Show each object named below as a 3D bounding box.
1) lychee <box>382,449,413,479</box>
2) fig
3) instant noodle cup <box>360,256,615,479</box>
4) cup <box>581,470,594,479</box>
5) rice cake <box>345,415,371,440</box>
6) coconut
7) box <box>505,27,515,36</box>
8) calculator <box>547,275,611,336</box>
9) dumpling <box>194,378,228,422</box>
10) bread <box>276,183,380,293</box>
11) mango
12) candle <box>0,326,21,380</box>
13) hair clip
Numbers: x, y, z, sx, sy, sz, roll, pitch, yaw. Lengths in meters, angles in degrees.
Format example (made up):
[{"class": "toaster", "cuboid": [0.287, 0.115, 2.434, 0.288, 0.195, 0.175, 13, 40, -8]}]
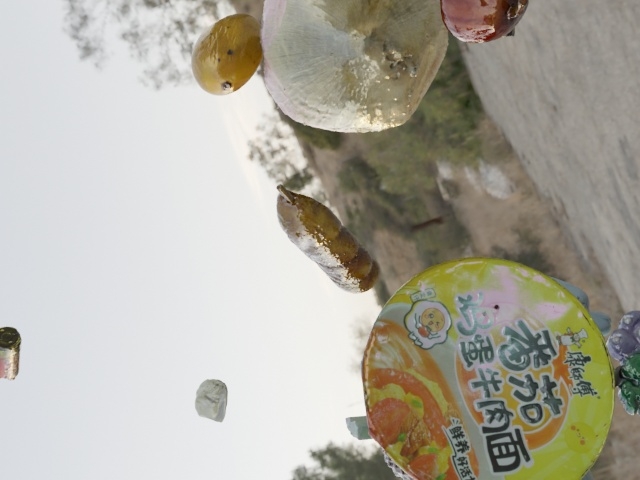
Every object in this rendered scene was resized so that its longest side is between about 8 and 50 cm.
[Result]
[{"class": "lychee", "cuboid": [0.220, 0.366, 1.633, 0.271, 0.236, 0.235, -44, 61, 59]}, {"class": "fig", "cuboid": [0.235, -0.337, 1.175, 0.128, 0.150, 0.128, 9, -103, -42]}, {"class": "instant noodle cup", "cuboid": [0.172, 0.167, 0.966, 0.200, 0.264, 0.264, 88, 165, -72]}, {"class": "cup", "cuboid": [0.486, 0.575, 1.892, 0.331, 0.257, 0.311, 48, -155, -61]}, {"class": "rice cake", "cuboid": [0.160, 0.402, 1.876, 0.080, 0.222, 0.042, -165, 78, -65]}, {"class": "coconut", "cuboid": [0.065, -0.399, 1.724, 0.404, 0.405, 0.404, -20, -90, -84]}, {"class": "box", "cuboid": [0.267, -0.495, 1.402, 0.198, 0.084, 0.310, -81, -11, -68]}, {"class": "calculator", "cuboid": [0.384, 0.103, 1.576, 0.188, 0.303, 0.042, -26, -51, -56]}, {"class": "dumpling", "cuboid": [-0.172, 0.250, 1.358, 0.076, 0.052, 0.057, -110, 23, -76]}, {"class": "bread", "cuboid": [0.001, -0.002, 1.483, 0.124, 0.084, 0.344, 22, 166, 36]}, {"class": "mango", "cuboid": [-0.198, -0.416, 1.858, 0.109, 0.157, 0.262, 62, -157, -46]}, {"class": "candle", "cuboid": [-0.570, 0.212, 1.564, 0.130, 0.052, 0.052, 113, 152, -44]}, {"class": "hair clip", "cuboid": [0.414, 0.141, 1.056, 0.195, 0.124, 0.052, -58, -35, -34]}]
